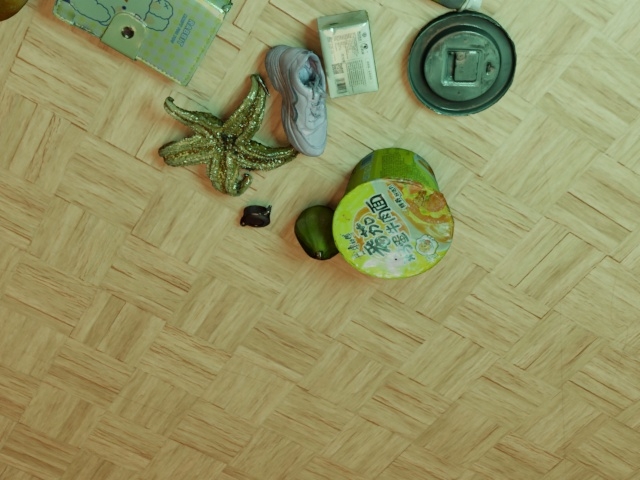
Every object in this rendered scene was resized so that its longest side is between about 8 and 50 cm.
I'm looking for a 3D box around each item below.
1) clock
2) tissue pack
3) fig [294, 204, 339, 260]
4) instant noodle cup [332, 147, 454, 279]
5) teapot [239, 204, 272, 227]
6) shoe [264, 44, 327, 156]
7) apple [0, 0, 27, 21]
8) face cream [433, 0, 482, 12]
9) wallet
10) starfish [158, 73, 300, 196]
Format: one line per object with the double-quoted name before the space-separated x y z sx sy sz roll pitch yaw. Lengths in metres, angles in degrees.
"clock" 0.292 -0.368 1.632 0.226 0.049 0.226 1 124 2
"tissue pack" 0.057 -0.381 1.604 0.106 0.099 0.148 -9 122 4
"fig" 0.016 -0.007 1.810 0.127 0.185 0.132 -22 116 -16
"instant noodle cup" 0.159 -0.071 1.741 0.265 0.200 0.264 2 123 3
"teapot" -0.154 -0.060 1.860 0.100 0.045 0.068 -19 144 35
"shoe" -0.026 -0.289 1.627 0.095 0.138 0.245 -28 112 -23
"apple" -0.663 -0.538 1.505 0.211 0.173 0.234 -7 114 14
"face cream" 0.189 -0.520 1.522 0.284 0.073 0.073 22 122 -11
"wallet" -0.359 -0.471 1.571 0.310 0.077 0.223 27 126 -18
"starfish" -0.209 -0.232 1.717 0.312 0.113 0.303 28 123 -25
